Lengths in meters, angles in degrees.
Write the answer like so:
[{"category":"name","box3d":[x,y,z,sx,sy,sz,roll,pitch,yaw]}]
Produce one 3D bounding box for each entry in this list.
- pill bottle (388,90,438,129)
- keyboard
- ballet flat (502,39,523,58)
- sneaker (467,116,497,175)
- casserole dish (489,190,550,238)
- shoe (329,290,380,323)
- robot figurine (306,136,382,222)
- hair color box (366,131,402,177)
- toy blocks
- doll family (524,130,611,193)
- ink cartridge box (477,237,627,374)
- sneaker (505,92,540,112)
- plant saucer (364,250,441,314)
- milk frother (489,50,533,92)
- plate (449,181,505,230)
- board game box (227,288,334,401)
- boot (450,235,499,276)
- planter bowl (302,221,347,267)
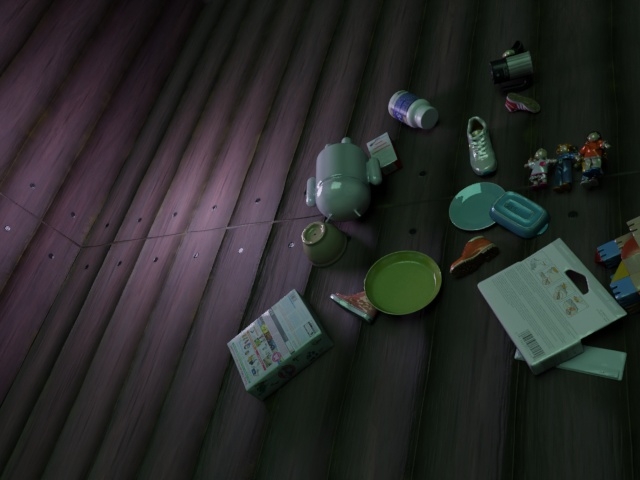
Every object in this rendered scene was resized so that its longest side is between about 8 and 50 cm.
[{"category":"pill bottle","box3d":[0.354,-0.490,2.174,0.112,0.112,0.187,-45,43,-2]},{"category":"keyboard","box3d":[0.624,0.291,1.448,0.256,0.014,0.072,6,56,38]},{"category":"ballet flat","box3d":[0.692,-0.688,2.074,0.058,0.049,0.173,-5,21,33]},{"category":"sneaker","box3d":[0.532,-0.314,1.924,0.088,0.092,0.228,-18,50,22]},{"category":"casserole dish","box3d":[0.594,-0.084,1.720,0.114,0.037,0.188,-45,52,-8]},{"category":"shoe","box3d":[0.116,0.196,1.850,0.178,0.063,0.081,26,73,39]},{"category":"robot figurine","box3d":[0.083,-0.212,2.087,0.300,0.200,0.353,-19,48,25]},{"category":"hair color box","box3d":[0.241,-0.323,2.168,0.093,0.053,0.167,-27,47,17]},{"category":"toy blocks","box3d":[0.820,0.079,1.377,0.261,0.191,0.381,-32,42,28]},{"category":"doll family","box3d":[0.751,-0.229,1.708,0.263,0.118,0.163,-15,54,50]},{"category":"ink cartridge box","box3d":[0.600,0.167,1.512,0.261,0.066,0.296,-31,43,9]},{"category":"sneaker","box3d":[0.691,-0.458,1.967,0.119,0.067,0.042,30,73,15]},{"category":"plant saucer","box3d":[0.257,0.136,1.782,0.241,0.037,0.240,-11,48,13]},{"category":"milk frother","box3d":[0.672,-0.609,2.033,0.135,0.129,0.143,-11,47,17]},{"category":"plate","box3d":[0.504,-0.105,1.831,0.188,0.024,0.188,-18,49,23]},{"category":"board game box","box3d":[-0.137,0.341,1.891,0.303,0.097,0.224,-38,43,3]},{"category":"boot","box3d":[0.450,0.046,1.733,0.158,0.059,0.084,-32,41,-1]},{"category":"planter bowl","box3d":[0.000,0.000,2.049,0.162,0.109,0.162,-20,48,23]}]
